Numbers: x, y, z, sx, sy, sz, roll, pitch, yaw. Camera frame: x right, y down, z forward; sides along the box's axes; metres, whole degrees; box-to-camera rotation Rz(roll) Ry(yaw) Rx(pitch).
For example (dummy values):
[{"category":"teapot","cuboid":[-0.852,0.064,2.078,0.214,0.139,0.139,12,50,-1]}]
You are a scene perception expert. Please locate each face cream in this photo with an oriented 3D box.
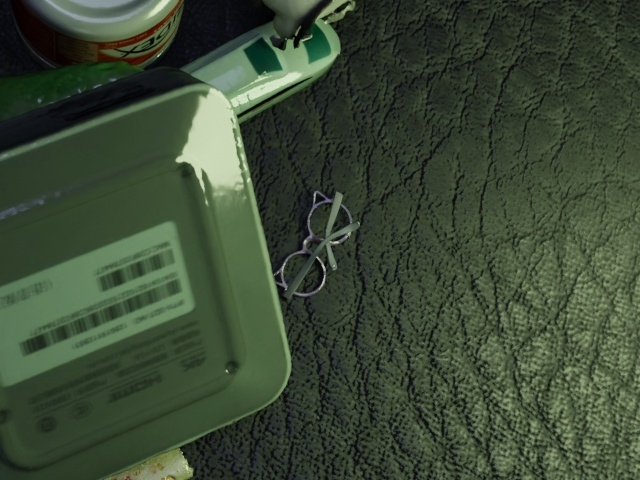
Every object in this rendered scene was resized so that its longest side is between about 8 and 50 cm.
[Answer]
[{"category":"face cream","cuboid":[-0.250,-0.294,1.822,0.201,0.187,0.201,2,76,-8]}]

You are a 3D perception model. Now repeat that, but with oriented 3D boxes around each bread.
[{"category":"bread","cuboid":[-0.219,0.264,1.776,0.154,0.028,0.068,-27,80,-15]}]

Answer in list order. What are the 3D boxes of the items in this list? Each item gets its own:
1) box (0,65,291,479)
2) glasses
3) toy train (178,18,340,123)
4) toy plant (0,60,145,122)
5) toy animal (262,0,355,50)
[{"category":"box","cuboid":[-0.242,0.059,1.666,0.396,0.111,0.396,-23,118,-19]},{"category":"glasses","cuboid":[0.000,0.000,1.832,0.062,0.104,0.140,29,78,-3]},{"category":"toy train","cuboid":[-0.147,-0.159,1.857,0.407,0.088,0.086,-31,82,-15]},{"category":"toy plant","cuboid":[-0.402,-0.158,1.728,0.356,0.210,0.317,41,90,22]},{"category":"toy animal","cuboid":[-0.067,-0.383,1.842,0.183,0.247,0.310,-40,88,-11]}]
